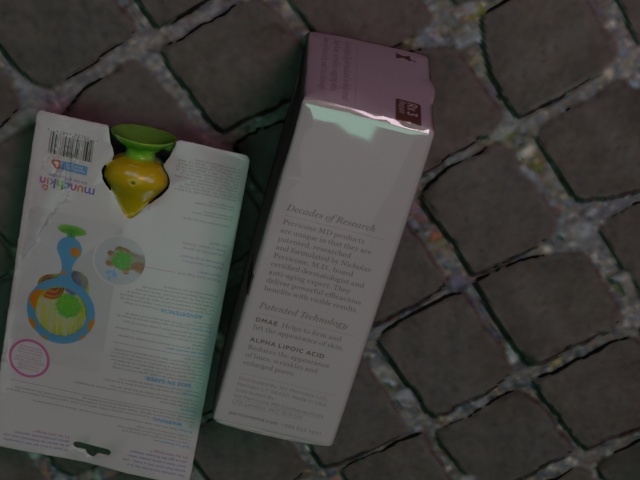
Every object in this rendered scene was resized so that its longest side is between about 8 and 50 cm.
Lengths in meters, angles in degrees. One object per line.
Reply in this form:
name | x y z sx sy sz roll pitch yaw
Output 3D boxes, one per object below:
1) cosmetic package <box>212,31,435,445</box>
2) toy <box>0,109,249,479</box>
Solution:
cosmetic package | 0.000 0.000 0.962 0.086 0.117 0.231 12 117 -5
toy | -0.130 0.035 1.022 0.137 0.056 0.237 12 113 1
